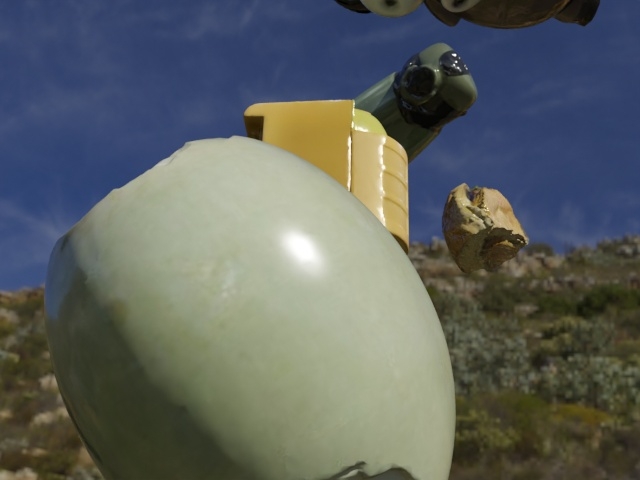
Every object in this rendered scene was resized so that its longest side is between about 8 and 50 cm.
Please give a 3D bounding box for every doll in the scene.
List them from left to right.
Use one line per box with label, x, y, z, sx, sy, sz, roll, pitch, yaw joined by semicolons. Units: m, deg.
doll;0.124;-0.242;0.887;0.257;0.117;0.182;4;-35;-18

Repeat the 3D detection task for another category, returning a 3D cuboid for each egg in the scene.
egg;-0.042;0.101;0.796;0.336;0.278;0.278;56;-38;7

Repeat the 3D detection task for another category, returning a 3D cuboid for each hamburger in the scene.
hamburger;0.260;-0.027;1.856;0.135;0.155;0.208;-38;-18;19

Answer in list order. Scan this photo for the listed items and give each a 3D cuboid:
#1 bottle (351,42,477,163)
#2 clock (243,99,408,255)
bottle;0.139;-0.226;1.966;0.168;0.168;0.347;32;-56;-33
clock;0.000;0.000;1.298;0.200;0.244;0.317;5;-27;0
